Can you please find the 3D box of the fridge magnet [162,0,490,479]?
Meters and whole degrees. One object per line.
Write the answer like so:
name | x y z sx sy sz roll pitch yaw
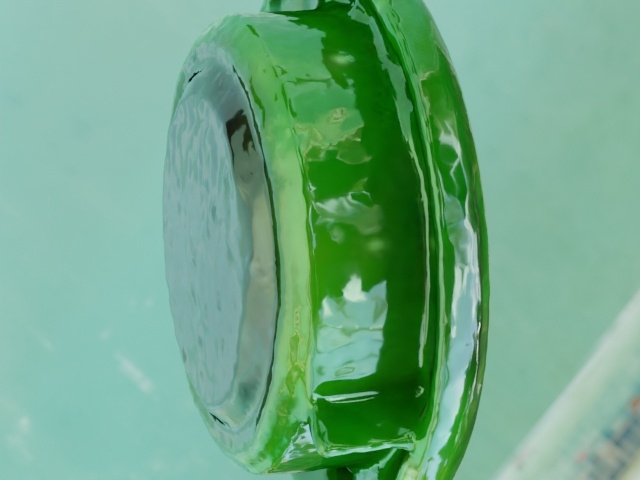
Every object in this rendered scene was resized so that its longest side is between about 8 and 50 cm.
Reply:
fridge magnet | 0.000 0.000 0.646 0.088 0.208 0.208 -3 143 -19
